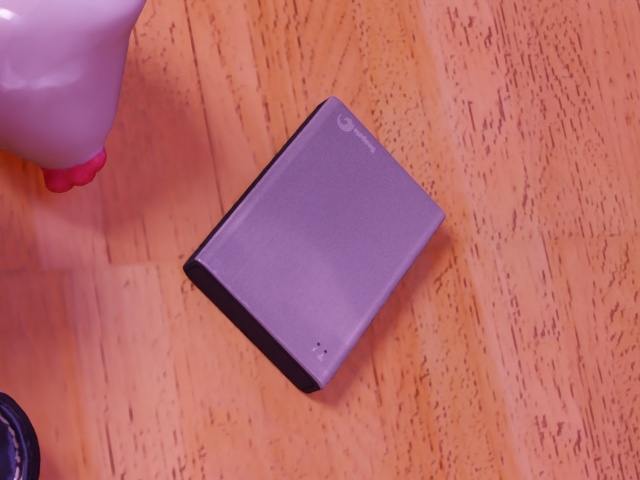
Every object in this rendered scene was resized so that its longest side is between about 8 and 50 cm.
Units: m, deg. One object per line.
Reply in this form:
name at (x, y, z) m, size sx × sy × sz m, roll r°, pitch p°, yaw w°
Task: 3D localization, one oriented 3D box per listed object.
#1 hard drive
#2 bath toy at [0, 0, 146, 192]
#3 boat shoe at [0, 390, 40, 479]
hard drive at (0.000, 0.000, 0.781) m, size 0.094 × 0.022 × 0.135 m, roll 46°, pitch 55°, yaw -12°
bath toy at (-0.194, -0.023, 0.579) m, size 0.348 × 0.151 × 0.129 m, roll -44°, pitch 136°, yaw -48°
boat shoe at (-0.229, 0.140, 0.525) m, size 0.340 × 0.113 × 0.127 m, roll -23°, pitch 88°, yaw -37°
